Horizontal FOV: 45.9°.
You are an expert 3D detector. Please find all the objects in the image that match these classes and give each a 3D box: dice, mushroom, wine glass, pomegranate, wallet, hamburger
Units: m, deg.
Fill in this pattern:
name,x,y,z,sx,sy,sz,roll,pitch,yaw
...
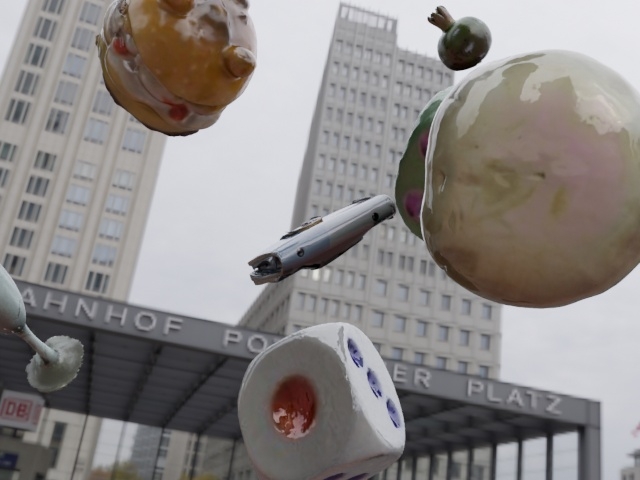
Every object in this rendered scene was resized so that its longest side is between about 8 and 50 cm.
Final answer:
name,x,y,z,sx,sy,sz,roll,pitch,yaw
dice,0.378,-0.143,1.649,0.330,0.322,0.318,30,33,31
mushroom,0.289,-0.082,1.080,0.325,0.353,0.353,-28,-20,-10
wine glass,-0.284,0.065,0.671,0.066,0.066,0.198,1,-35,17
pomegranate,0.273,-0.406,1.504,0.142,0.114,0.114,47,-31,-6
wallet,0.000,0.000,1.207,0.231,0.069,0.170,-28,8,-24
hamburger,-0.228,-0.342,1.298,0.276,0.277,0.236,23,-31,-32
dice,0.005,0.325,1.422,0.243,0.259,0.251,-29,-27,16
